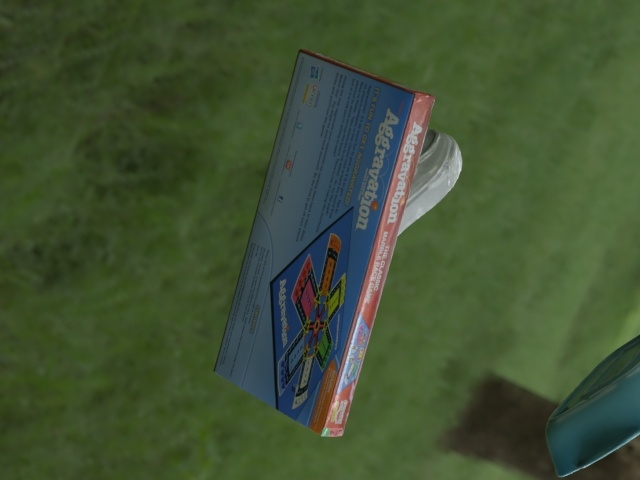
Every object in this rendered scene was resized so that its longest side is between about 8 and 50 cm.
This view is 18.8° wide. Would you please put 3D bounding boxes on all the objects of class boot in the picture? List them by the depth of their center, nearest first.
[{"bbox_3d":[0.048,-0.074,1.887,0.258,0.095,0.123,-47,122,-46],"label":"boot"}]

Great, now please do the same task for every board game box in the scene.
[{"bbox_3d":[0.000,0.000,1.549,0.027,0.145,0.281,6,104,-42],"label":"board game box"}]

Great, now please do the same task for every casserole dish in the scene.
[{"bbox_3d":[0.208,0.094,1.275,0.114,0.037,0.188,-37,179,32],"label":"casserole dish"}]
